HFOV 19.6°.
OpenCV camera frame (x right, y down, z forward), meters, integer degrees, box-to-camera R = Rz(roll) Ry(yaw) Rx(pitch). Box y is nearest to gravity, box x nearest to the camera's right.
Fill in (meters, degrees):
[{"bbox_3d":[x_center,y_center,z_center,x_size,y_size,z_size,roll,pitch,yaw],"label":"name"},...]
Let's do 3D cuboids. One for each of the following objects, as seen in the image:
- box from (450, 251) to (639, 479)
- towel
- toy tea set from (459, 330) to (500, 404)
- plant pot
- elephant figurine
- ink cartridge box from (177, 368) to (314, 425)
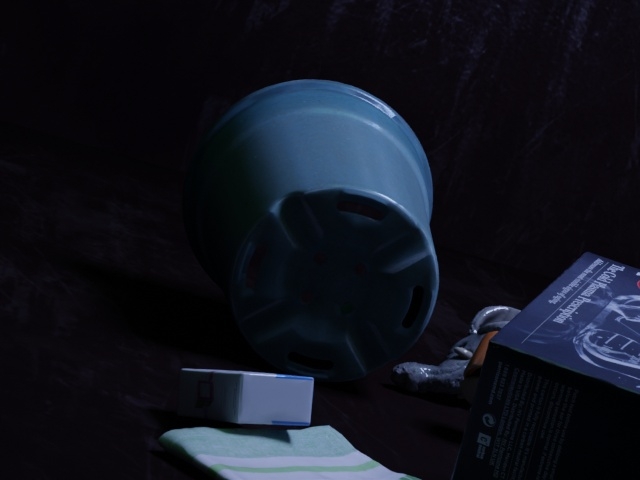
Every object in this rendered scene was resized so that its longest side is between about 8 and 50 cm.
[{"bbox_3d":[0.336,0.176,1.802,0.312,0.179,0.343,20,21,18],"label":"box"},{"bbox_3d":[0.042,0.244,1.739,0.325,0.038,0.248,25,12,40],"label":"towel"},{"bbox_3d":[0.322,0.201,2.138,0.336,0.124,0.200,0,-38,31],"label":"toy tea set"},{"bbox_3d":[0.000,0.000,2.348,0.341,0.341,0.334,16,16,-11],"label":"plant pot"},{"bbox_3d":[0.240,0.155,2.386,0.239,0.169,0.186,4,-27,24],"label":"elephant figurine"},{"bbox_3d":[-0.077,0.158,1.876,0.088,0.052,0.122,6,-3,-34],"label":"ink cartridge box"}]
